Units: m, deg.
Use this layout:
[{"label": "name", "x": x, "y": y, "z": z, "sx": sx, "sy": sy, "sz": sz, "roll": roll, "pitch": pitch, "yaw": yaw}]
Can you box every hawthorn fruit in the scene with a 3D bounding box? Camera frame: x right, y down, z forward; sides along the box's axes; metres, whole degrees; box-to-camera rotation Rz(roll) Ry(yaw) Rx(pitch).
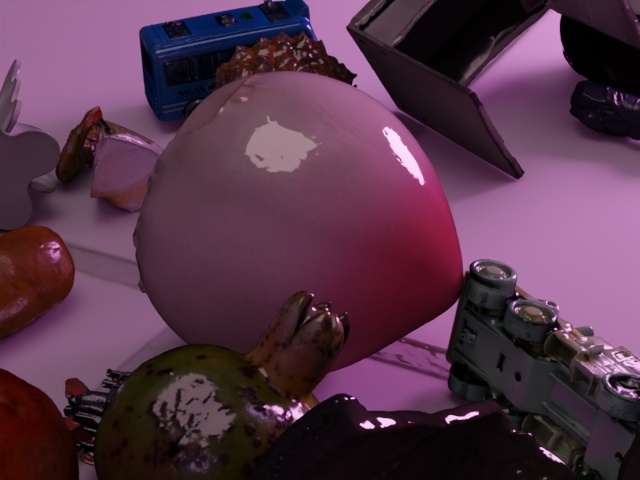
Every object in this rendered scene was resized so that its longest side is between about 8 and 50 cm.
[{"label": "hawthorn fruit", "x": -0.284, "y": 0.179, "z": 1.036, "sx": 0.179, "sy": 0.200, "sz": 0.179, "roll": 2, "pitch": 32, "yaw": -1}]

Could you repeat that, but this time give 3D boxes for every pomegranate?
[{"label": "pomegranate", "x": -0.066, "y": 0.149, "z": 1.040, "sx": 0.202, "sy": 0.248, "sz": 0.202, "roll": 32, "pitch": 6, "yaw": -4}]

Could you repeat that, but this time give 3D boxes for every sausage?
[{"label": "sausage", "x": -0.373, "y": 0.065, "z": 1.326, "sx": 0.270, "sy": 0.109, "sz": 0.109, "roll": -26, "pitch": 38, "yaw": -31}]

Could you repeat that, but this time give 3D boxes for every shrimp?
[{"label": "shrimp", "x": -0.305, "y": -0.138, "z": 1.653, "sx": 0.045, "sy": 0.095, "sz": 0.162, "roll": 13, "pitch": 34, "yaw": 2}]

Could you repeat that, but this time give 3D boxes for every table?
[{"label": "table", "x": -0.402, "y": -0.125, "z": 1.587, "sx": 0.166, "sy": 0.166, "sz": 0.198, "roll": -9, "pitch": 28, "yaw": -9}]

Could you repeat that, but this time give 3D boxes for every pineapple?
[{"label": "pineapple", "x": -0.033, "y": -0.188, "z": 1.651, "sx": 0.193, "sy": 0.166, "sz": 0.166, "roll": -23, "pitch": 36, "yaw": -27}]

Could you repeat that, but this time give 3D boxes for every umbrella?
[{"label": "umbrella", "x": 0.421, "y": -0.137, "z": 1.616, "sx": 0.248, "sy": 0.071, "sz": 0.071, "roll": 28, "pitch": 43, "yaw": 30}]

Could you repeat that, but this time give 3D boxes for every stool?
[{"label": "stool", "x": 0.219, "y": -0.258, "z": 1.631, "sx": 0.243, "sy": 0.170, "sz": 0.270, "roll": -45, "pitch": 43, "yaw": -7}]

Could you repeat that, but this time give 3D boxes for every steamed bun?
[{"label": "steamed bun", "x": 0.000, "y": 0.000, "z": 1.224, "sx": 0.309, "sy": 0.309, "sz": 0.309, "roll": -3, "pitch": 32, "yaw": 2}]

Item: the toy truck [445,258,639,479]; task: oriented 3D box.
[{"label": "toy truck", "x": 0.229, "y": 0.121, "z": 1.155, "sx": 0.135, "sy": 0.128, "sz": 0.259, "roll": -5, "pitch": 28, "yaw": -28}]

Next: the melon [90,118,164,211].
[{"label": "melon", "x": -0.229, "y": -0.084, "z": 1.588, "sx": 0.139, "sy": 0.093, "sz": 0.202, "roll": 21, "pitch": 0, "yaw": -9}]

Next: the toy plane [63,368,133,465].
[{"label": "toy plane", "x": -0.150, "y": 0.161, "z": 1.180, "sx": 0.189, "sy": 0.061, "sz": 0.130, "roll": 1, "pitch": 31, "yaw": 7}]

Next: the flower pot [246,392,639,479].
[{"label": "flower pot", "x": 0.148, "y": 0.236, "z": 0.833, "sx": 0.379, "sy": 0.379, "sz": 0.251, "roll": 8, "pitch": 13, "yaw": 19}]

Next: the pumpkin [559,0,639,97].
[{"label": "pumpkin", "x": 0.439, "y": -0.289, "z": 1.754, "sx": 0.233, "sy": 0.163, "sz": 0.233, "roll": -1, "pitch": 31, "yaw": 1}]

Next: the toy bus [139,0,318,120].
[{"label": "toy bus", "x": -0.119, "y": -0.247, "z": 1.772, "sx": 0.246, "sy": 0.134, "sz": 0.113, "roll": -13, "pitch": 33, "yaw": -13}]
